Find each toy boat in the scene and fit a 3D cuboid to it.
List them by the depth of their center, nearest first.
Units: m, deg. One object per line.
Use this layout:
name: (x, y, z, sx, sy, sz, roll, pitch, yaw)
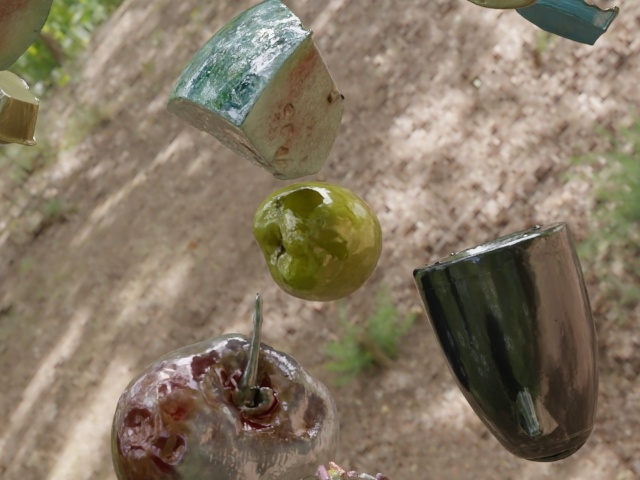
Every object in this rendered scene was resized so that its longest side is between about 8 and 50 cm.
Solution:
toy boat: (0.367, -0.372, 2.050, 0.075, 0.185, 0.077, 115, 175, -69)

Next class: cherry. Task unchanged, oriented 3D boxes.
cherry: (-0.133, 0.290, 1.905, 0.326, 0.335, 0.291, -12, 61, -1)

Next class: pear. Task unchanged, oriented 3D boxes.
pear: (0.000, 0.000, 2.032, 0.200, 0.200, 0.200, -43, 23, 22)

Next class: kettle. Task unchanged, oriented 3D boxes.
kettle: (0.267, 0.135, 1.706, 0.207, 0.290, 0.268, -19, 1, 17)

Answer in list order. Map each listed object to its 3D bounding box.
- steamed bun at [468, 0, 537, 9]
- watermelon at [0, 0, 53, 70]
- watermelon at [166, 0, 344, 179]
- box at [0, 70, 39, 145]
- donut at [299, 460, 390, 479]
steamed bun: (0.134, -0.307, 1.205, 0.231, 0.212, 0.110, -32, 13, 46)
watermelon: (-0.366, -0.244, 1.140, 0.213, 0.261, 0.201, 109, -172, -47)
watermelon: (-0.071, -0.201, 1.934, 0.228, 0.258, 0.387, -43, 18, -5)
box: (-0.524, -0.213, 2.166, 0.111, 0.111, 0.177, -49, 44, 6)
donut: (0.048, 0.366, 1.298, 0.136, 0.345, 0.259, -7, 41, 14)
